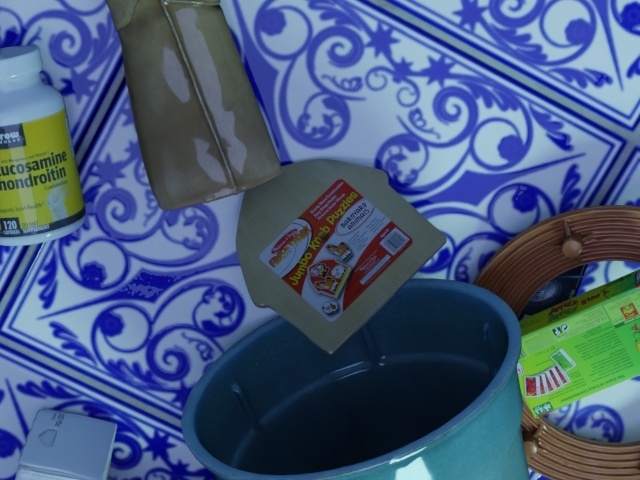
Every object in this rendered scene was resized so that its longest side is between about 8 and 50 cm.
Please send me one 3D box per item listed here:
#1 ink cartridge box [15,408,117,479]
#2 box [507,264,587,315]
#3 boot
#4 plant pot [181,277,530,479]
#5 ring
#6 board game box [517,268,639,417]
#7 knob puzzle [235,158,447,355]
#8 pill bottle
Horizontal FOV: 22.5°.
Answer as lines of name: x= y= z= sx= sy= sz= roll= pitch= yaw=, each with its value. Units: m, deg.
ink cartridge box: x=-0.280 y=0.306 z=1.679 sx=0.092 sy=0.158 sz=0.218 roll=10 pitch=106 yaw=-4
box: x=0.240 y=0.041 z=1.701 sx=0.067 sy=0.018 sz=0.083 roll=17 pitch=105 yaw=-8
boot: x=-0.089 y=-0.186 z=1.585 sx=0.236 sy=0.089 sz=0.269 roll=-13 pitch=106 yaw=14
plant pot: x=0.074 y=0.268 z=1.616 sx=0.341 sy=0.341 sz=0.334 roll=-17 pitch=114 yaw=2
ring: x=0.308 y=0.123 z=1.684 sx=0.337 sy=0.032 sz=0.336 roll=3 pitch=114 yaw=8
board game box: x=0.280 y=0.102 z=1.639 sx=0.181 sy=0.043 sz=0.092 roll=-25 pitch=107 yaw=19
knob puzzle: x=0.000 y=0.000 z=1.633 sx=0.213 sy=0.030 sz=0.213 roll=-1 pitch=68 yaw=3
pill bottle: x=-0.297 y=-0.094 z=1.588 sx=0.103 sy=0.103 sz=0.184 roll=-9 pitch=107 yaw=0
